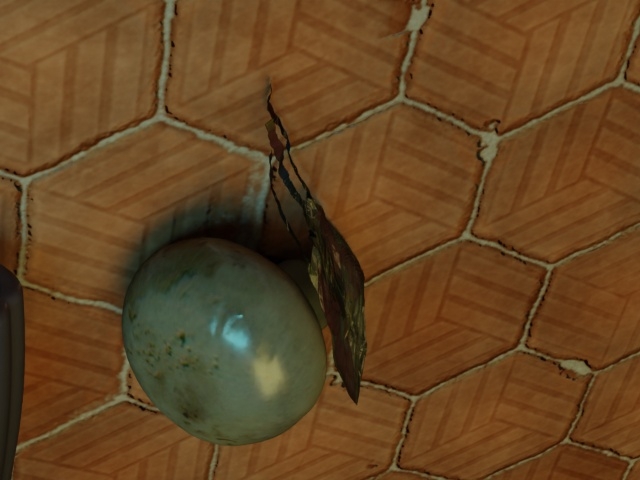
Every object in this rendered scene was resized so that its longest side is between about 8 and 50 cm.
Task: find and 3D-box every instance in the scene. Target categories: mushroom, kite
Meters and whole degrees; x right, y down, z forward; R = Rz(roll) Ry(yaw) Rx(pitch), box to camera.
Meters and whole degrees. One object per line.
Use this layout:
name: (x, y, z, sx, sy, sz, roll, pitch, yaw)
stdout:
mushroom: (-0.083, 0.091, 1.765, 0.243, 0.243, 0.244, -12, 138, -11)
kite: (-0.004, 0.001, 1.716, 0.022, 0.204, 0.360, -10, 131, 13)

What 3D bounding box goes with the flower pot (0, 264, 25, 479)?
flower pot: (-0.414, 0.132, 1.627, 0.265, 0.265, 0.243, 3, 122, -26)
